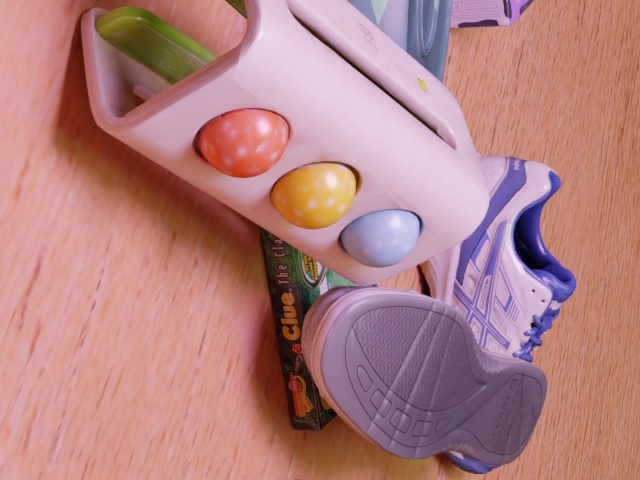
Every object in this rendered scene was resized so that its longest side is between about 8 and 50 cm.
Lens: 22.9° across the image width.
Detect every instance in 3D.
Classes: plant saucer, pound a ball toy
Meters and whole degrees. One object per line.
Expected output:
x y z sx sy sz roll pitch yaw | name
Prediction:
0.068 -0.195 1.231 0.317 0.043 0.318 6 90 -79 | plant saucer
0.007 -0.093 0.972 0.319 0.208 0.136 33 37 -51 | pound a ball toy

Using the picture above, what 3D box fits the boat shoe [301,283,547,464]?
0.070 0.101 1.227 0.320 0.103 0.118 22 89 -55 | boat shoe

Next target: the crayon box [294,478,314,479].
0.026 0.315 1.064 0.083 0.203 0.323 40 54 -55 | crayon box

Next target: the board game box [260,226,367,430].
0.000 0.000 1.209 0.136 0.030 0.260 -35 120 -60 | board game box

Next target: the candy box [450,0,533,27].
0.158 -0.318 1.473 0.165 0.070 0.196 -47 131 -53 | candy box

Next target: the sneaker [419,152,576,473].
0.161 0.070 1.410 0.112 0.131 0.297 -30 117 -61 | sneaker
